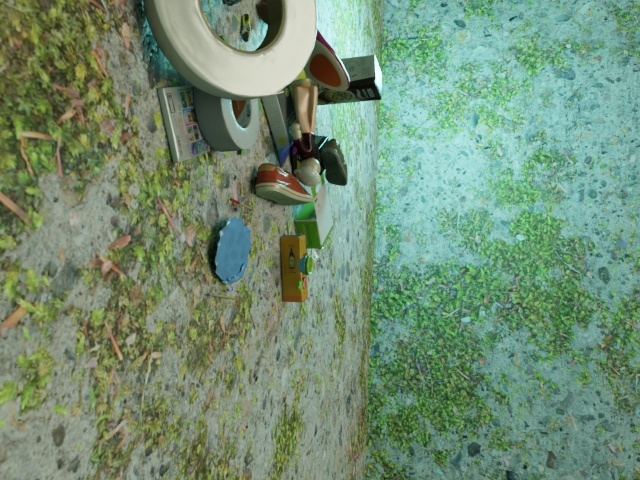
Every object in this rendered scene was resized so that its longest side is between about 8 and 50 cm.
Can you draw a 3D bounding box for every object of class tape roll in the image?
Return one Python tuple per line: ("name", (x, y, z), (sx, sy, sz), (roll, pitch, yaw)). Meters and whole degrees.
("tape roll", (-0.226, -0.332, 1.165), (0.219, 0.072, 0.219), (0, 90, -74))
("tape roll", (-0.179, -0.503, 1.013), (0.392, 0.072, 0.392), (-7, 102, -36))

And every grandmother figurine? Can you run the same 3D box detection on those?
("grandmother figurine", (-0.046, -0.349, 1.556), (0.208, 0.104, 0.342), (-13, 99, -63))

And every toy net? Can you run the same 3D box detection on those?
("toy net", (-0.031, 0.097, 1.646), (0.232, 0.045, 0.122), (-32, 120, -73))

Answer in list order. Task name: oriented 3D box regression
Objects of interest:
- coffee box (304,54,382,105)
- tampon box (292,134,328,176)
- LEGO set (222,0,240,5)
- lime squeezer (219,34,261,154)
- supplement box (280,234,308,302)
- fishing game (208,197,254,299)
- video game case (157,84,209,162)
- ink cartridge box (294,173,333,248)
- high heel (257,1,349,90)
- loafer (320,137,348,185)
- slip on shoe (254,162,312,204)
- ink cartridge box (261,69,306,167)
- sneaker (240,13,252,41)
("coffee box", (0.086, -0.631, 1.869), (0.168, 0.297, 0.119), (21, 70, -72))
("tampon box", (-0.036, -0.319, 1.777), (0.161, 0.101, 0.120), (-62, 157, -57))
("LEGO set", (-0.170, -0.744, 1.180), (0.255, 0.192, 0.331), (-41, 119, -40))
("lime squeezer", (-0.219, -0.406, 1.313), (0.110, 0.059, 0.310), (-22, 116, -37))
("supplement box", (-0.092, 0.097, 1.659), (0.080, 0.078, 0.233), (-28, 117, -71))
("fishing game", (-0.237, 0.025, 1.249), (0.189, 0.041, 0.264), (21, 78, -72))
("video game case", (-0.304, -0.266, 1.058), (0.143, 0.019, 0.157), (-53, 139, -64))
("ink cartridge box", (-0.033, -0.122, 1.825), (0.189, 0.097, 0.255), (-62, 146, -57))
("high heel", (-0.024, -0.660, 1.535), (0.377, 0.127, 0.181), (45, 44, -17))
("loafer", (0.064, -0.294, 1.784), (0.251, 0.094, 0.087), (74, 32, -64))
("slip on shoe", (-0.111, -0.175, 1.540), (0.331, 0.123, 0.101), (17, 70, -68))
("ink cartridge box", (-0.105, -0.464, 1.637), (0.304, 0.072, 0.307), (-72, 154, -46))
("sneaker", (-0.208, -0.608, 1.352), (0.035, 0.031, 0.083), (27, 64, -72))
